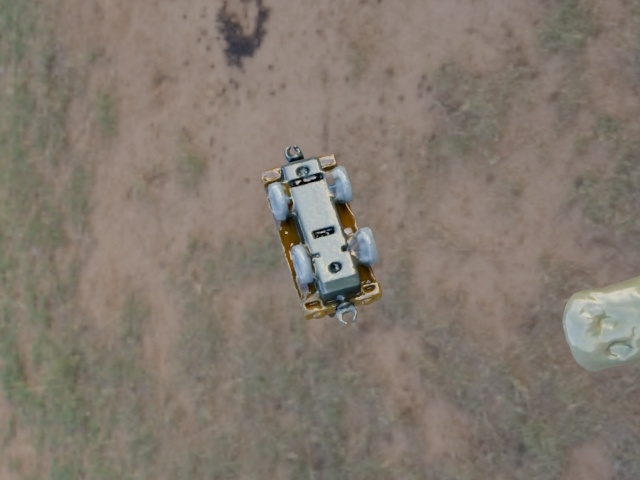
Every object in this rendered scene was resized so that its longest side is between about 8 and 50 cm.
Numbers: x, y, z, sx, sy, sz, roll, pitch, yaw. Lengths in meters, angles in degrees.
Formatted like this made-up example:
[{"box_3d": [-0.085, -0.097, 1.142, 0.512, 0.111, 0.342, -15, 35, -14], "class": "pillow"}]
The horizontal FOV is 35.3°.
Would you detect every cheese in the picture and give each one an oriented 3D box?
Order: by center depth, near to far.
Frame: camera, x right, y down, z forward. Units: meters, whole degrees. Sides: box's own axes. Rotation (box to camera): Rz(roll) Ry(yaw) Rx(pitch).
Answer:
[{"box_3d": [0.263, 0.043, 0.687, 0.043, 0.193, 0.065, -91, -16, -46], "class": "cheese"}]

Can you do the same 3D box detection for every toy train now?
[{"box_3d": [0.000, 0.000, 1.085, 0.127, 0.089, 0.219, 89, 163, -63], "class": "toy train"}]
